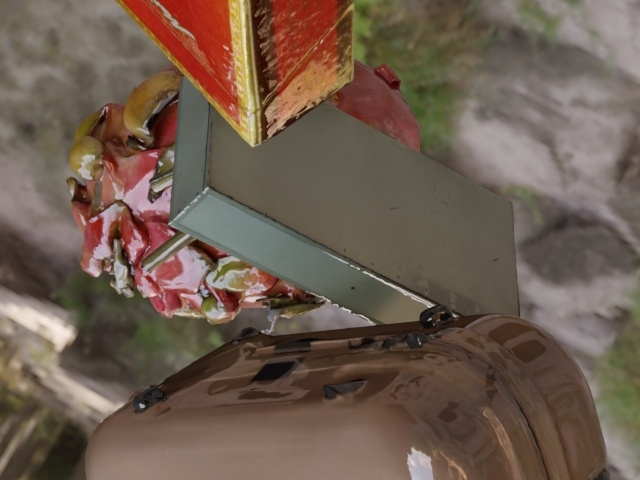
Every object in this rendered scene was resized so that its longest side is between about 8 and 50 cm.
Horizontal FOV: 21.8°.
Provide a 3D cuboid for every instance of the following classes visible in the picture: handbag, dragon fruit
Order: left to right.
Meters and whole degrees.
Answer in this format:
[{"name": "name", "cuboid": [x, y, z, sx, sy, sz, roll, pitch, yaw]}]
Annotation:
[{"name": "dragon fruit", "cuboid": [-0.072, -0.058, 1.381, 0.291, 0.269, 0.250, -7, -178, -27]}, {"name": "handbag", "cuboid": [0.031, 0.187, 0.929, 0.301, 0.149, 0.283, -11, 103, 44]}]

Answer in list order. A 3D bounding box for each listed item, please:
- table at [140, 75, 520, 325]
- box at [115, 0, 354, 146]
[{"name": "table", "cuboid": [0.000, 0.000, 1.046, 0.240, 0.122, 0.111, 27, 134, -27]}, {"name": "box", "cuboid": [-0.055, -0.163, 0.727, 0.153, 0.074, 0.240, 43, 161, 19]}]
